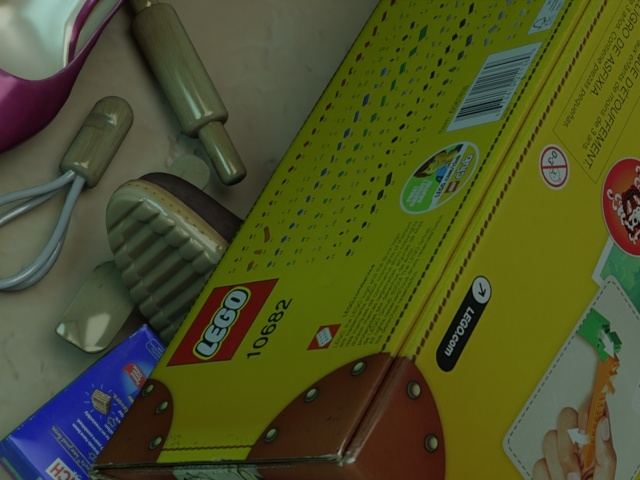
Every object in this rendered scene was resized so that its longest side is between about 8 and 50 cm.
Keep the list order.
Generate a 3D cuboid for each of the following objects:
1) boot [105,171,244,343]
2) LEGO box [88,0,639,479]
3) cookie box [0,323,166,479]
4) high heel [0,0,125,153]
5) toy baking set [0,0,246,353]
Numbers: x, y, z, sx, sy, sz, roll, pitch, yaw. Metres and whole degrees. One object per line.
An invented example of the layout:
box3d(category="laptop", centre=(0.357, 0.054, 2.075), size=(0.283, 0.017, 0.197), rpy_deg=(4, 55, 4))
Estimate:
box3d(category="boot", centre=(0.000, 0.000, 1.124), size=(0.248, 0.090, 0.207), rpy_deg=(45, 49, -21))
box3d(category="LEGO box", centre=(0.164, 0.040, 1.063), size=(0.372, 0.193, 0.500), rpy_deg=(48, 56, -27))
box3d(category="cookie box", centre=(-0.113, 0.115, 1.060), size=(0.107, 0.040, 0.092), rpy_deg=(-40, 90, -32))
box3d(category="high heel", centre=(-0.145, -0.146, 1.078), size=(0.082, 0.117, 0.244), rpy_deg=(41, 62, 4))
box3d(category="toy baking set", centre=(-0.146, -0.061, 1.125), size=(0.197, 0.030, 0.256), rpy_deg=(-26, 76, -25))
